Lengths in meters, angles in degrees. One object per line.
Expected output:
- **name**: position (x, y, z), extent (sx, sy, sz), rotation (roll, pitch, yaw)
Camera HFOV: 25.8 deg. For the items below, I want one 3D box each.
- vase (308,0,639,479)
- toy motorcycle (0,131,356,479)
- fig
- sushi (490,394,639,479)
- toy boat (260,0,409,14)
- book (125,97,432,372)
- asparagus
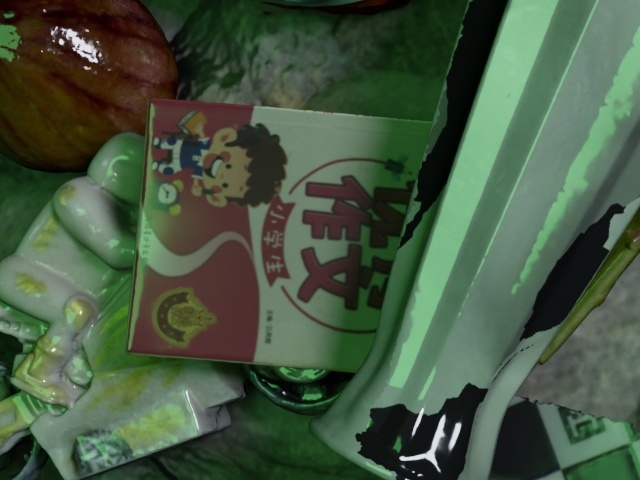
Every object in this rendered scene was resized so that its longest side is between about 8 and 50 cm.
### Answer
- **vase**: position (0.116, -0.034, 0.790), extent (0.165, 0.165, 0.360), rotation (25, 91, 29)
- **toy motorcycle**: position (-0.137, 0.045, 0.948), extent (0.340, 0.108, 0.223), rotation (-19, 84, 16)
- **fig**: position (-0.201, -0.136, 0.986), extent (0.148, 0.202, 0.149), rotation (-49, 27, -2)
- **sushi**: position (0.153, 0.212, 0.802), extent (0.231, 0.047, 0.220), rotation (11, 87, 29)
- **toy boat**: position (-0.043, -0.238, 0.932), extent (0.332, 0.133, 0.145), rotation (17, 89, 29)
- **book**: position (0.000, 0.000, 0.872), extent (0.232, 0.022, 0.162), rotation (5, 84, -1)
- **asparagus**: position (0.203, -0.026, 0.828), extent (0.248, 0.025, 0.024), rotation (-53, 20, 11)
